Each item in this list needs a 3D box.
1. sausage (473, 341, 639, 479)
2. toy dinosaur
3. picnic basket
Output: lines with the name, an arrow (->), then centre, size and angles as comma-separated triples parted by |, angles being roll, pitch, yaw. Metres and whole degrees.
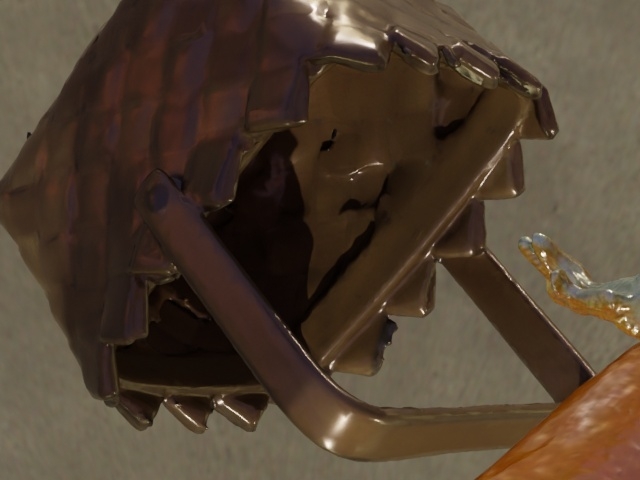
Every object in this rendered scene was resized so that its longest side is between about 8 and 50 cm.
sausage -> 0.095, 0.076, 0.501 | 0.238, 0.098, 0.098 | -33, 74, -29
toy dinosaur -> 0.196, 0.047, 0.864 | 0.212, 0.142, 0.057 | 31, 72, -7
picnic basket -> 0.000, 0.000, 1.108 | 0.321, 0.254, 0.291 | 50, 116, 29
